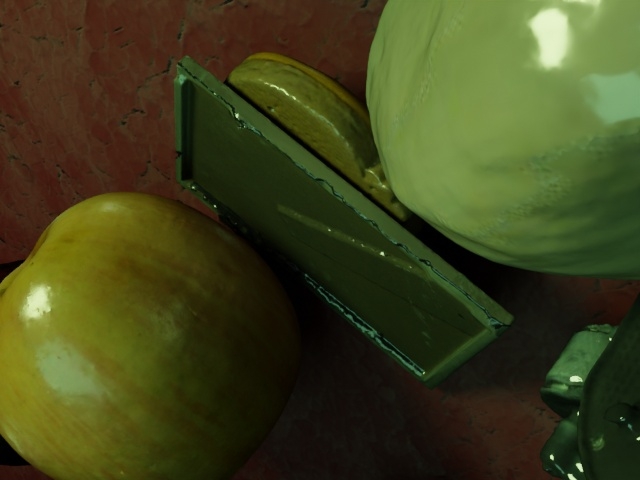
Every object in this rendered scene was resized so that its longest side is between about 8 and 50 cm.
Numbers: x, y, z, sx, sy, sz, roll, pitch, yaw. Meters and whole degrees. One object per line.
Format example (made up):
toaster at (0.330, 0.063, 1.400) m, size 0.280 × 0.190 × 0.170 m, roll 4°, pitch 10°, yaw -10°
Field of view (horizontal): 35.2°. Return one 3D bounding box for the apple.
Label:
apple at (-0.152, 0.083, 0.805) m, size 0.242 × 0.242 × 0.241 m, roll -15°, pitch 130°, yaw 42°

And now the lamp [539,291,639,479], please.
lamp at (0.284, 0.119, 0.505) m, size 0.272 × 0.205 × 0.374 m, roll 35°, pitch 167°, yaw -2°

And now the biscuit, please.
biscuit at (0.011, -0.060, 0.700) m, size 0.170 × 0.050 × 0.170 m, roll 35°, pitch 159°, yaw 16°

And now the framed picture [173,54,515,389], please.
framed picture at (0.000, 0.000, 0.741) m, size 0.281 × 0.019 × 0.209 m, roll 39°, pitch 161°, yaw 5°

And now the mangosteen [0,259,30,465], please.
mangosteen at (-0.283, 0.116, 0.975) m, size 0.210 × 0.210 × 0.210 m, roll 19°, pitch 131°, yaw 24°

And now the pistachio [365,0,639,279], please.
pistachio at (0.135, -0.087, 0.507) m, size 0.226 × 0.208 × 0.332 m, roll 59°, pitch 152°, yaw 0°
